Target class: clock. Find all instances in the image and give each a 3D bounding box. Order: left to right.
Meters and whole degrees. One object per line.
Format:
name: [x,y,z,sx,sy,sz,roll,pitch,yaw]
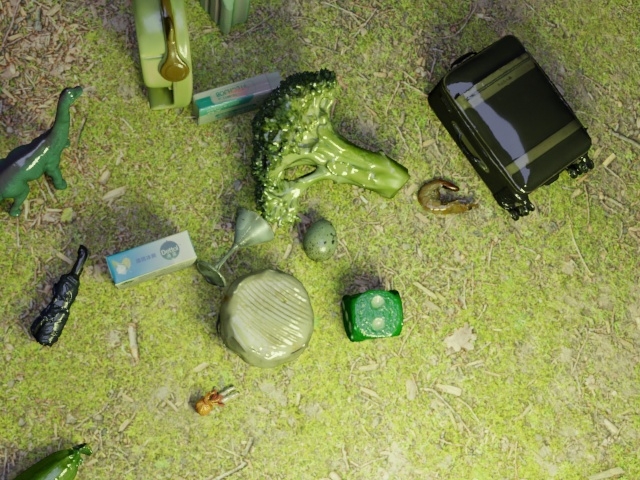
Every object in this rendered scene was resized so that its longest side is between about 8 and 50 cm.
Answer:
clock: [-0.372,-0.482,1.840,0.117,0.348,0.286,-8,81,-11]

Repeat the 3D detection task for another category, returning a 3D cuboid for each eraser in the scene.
eraser: [-0.207,-0.354,1.974,0.225,0.095,0.052,-18,78,-13]

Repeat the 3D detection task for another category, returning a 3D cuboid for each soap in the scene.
soap: [-0.241,-0.625,1.946,0.091,0.230,0.145,-38,89,-13]

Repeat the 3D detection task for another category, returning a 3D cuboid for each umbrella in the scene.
umbrella: [-0.597,0.127,1.843,0.071,0.071,0.248,25,78,-4]

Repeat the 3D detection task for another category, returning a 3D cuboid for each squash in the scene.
squash: [-0.666,0.576,1.740,0.379,0.101,0.101,-37,88,-15]

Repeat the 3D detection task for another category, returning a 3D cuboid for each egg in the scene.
egg: [0.000,0.000,1.955,0.085,0.085,0.110,8,71,-8]

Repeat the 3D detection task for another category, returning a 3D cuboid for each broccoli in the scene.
broccoli: [0.019,-0.251,1.934,0.397,0.274,0.353,-6,126,-4]

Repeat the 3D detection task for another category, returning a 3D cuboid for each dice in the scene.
dice: [0.126,0.182,1.922,0.131,0.128,0.120,-5,83,-12]

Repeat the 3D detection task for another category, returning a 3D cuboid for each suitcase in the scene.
suitcase: [0.485,-0.298,2.034,0.283,0.194,0.434,-34,86,-13]

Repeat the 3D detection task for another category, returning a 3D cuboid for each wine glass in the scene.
wine glass: [-0.205,0.022,1.883,0.122,0.122,0.183,38,66,-1]

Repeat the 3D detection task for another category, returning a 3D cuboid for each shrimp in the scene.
shrimp: [0.333,-0.111,2.059,0.163,0.045,0.095,5,59,-4]

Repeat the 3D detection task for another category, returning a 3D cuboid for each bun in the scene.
bun: [-0.134,0.190,1.872,0.239,0.141,0.239,5,70,-14]

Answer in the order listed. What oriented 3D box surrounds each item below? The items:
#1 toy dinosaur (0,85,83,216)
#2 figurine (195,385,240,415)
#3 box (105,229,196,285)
toy dinosaur: [-0.671,-0.178,1.747,0.383,0.331,0.129,-39,86,-15]
figurine: [-0.245,0.375,1.873,0.109,0.047,0.064,-25,56,-19]
box: [-0.394,0.048,1.852,0.194,0.139,0.073,-19,84,-12]
